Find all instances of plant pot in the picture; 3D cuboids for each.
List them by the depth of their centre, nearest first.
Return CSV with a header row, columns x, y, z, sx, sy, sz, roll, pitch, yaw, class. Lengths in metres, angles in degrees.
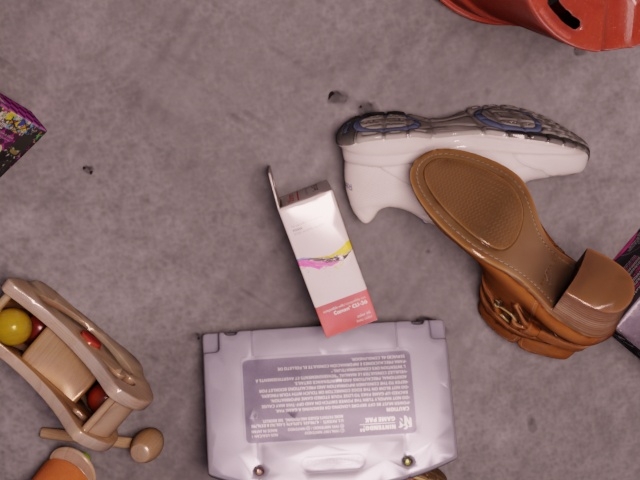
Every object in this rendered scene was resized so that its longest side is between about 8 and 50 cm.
x,y,z,sx,sy,sz,roll,pitch,yaw,class
0.251,-0.323,1.087,0.272,0.265,0.272,-5,116,-11,plant pot

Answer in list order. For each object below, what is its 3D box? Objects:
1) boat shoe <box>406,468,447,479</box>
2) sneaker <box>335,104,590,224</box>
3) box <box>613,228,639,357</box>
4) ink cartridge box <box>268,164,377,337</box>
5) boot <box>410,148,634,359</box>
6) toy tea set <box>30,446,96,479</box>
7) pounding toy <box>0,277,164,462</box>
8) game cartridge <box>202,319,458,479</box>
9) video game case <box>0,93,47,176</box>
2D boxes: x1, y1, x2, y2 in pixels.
x,y,z,sx,sy,sz,roll,pitch,yaw,class
0.066,0.286,1.303,0.178,0.064,0.060,15,103,-1,boat shoe
0.167,-0.087,1.247,0.297,0.111,0.129,-2,114,0,sneaker
0.460,0.045,1.254,0.163,0.142,0.247,39,94,-8,box
0.000,0.000,1.226,0.067,0.115,0.198,-20,100,0,ink cartridge box
0.212,0.026,1.212,0.283,0.220,0.109,31,71,8,boot
-0.222,0.390,1.287,0.200,0.124,0.336,-15,105,28,toy tea set
-0.295,0.181,1.212,0.269,0.154,0.155,41,93,-8,pounding toy
0.010,0.199,1.255,0.294,0.060,0.196,-3,72,-3,game cartridge
-0.426,-0.088,1.127,0.210,0.232,0.042,-42,75,3,video game case
